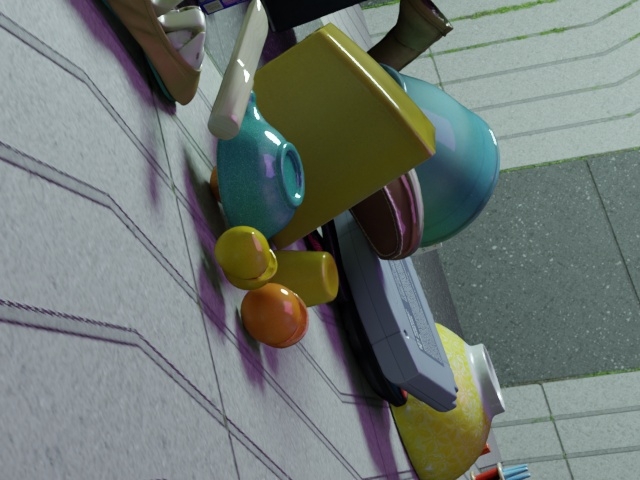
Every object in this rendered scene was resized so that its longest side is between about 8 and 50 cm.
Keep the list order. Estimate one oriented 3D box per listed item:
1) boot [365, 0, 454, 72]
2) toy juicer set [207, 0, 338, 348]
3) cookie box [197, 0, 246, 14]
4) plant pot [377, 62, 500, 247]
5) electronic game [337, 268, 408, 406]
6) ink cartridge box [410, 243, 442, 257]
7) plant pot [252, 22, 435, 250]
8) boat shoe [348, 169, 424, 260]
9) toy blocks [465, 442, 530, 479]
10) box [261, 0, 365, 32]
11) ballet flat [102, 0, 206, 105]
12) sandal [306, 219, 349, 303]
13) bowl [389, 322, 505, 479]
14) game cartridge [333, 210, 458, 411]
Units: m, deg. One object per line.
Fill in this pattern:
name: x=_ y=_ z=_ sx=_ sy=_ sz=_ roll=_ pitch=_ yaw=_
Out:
boot: x=0.101 y=-0.308 z=2.111 sx=0.089 sy=0.269 sz=0.236 roll=53 pitch=12 yaw=13
toy juicer set: x=-0.077 y=-0.046 z=1.188 sx=0.209 sy=0.089 sz=0.329 roll=-59 pitch=139 yaw=-61
cookie box: x=-0.117 y=-0.343 z=1.492 sx=0.040 sy=0.092 sz=0.107 roll=48 pitch=24 yaw=-76
plant pot: x=0.124 y=-0.161 z=2.045 sx=0.255 sy=0.272 sz=0.271 roll=37 pitch=33 yaw=-49
electronic game: x=0.078 y=0.131 z=1.776 sx=0.229 sy=0.048 sz=0.229 roll=-21 pitch=90 yaw=-80
ink cartridge box: x=0.157 y=-0.012 z=2.294 sx=0.088 sy=0.122 sz=0.052 roll=60 pitch=14 yaw=-48
plant pot: x=-0.001 y=-0.141 z=1.456 sx=0.187 sy=0.212 sz=0.212 roll=57 pitch=12 yaw=-9
boat shoe: x=0.032 y=-0.117 z=1.654 sx=0.116 sy=0.123 sz=0.324 roll=-17 pitch=78 yaw=-40
toy blocks: x=0.276 y=0.389 z=2.102 sx=0.054 sy=0.148 sz=0.123 roll=-92 pitch=161 yaw=-61
box: x=0.098 y=-0.520 z=2.023 sx=0.293 sy=0.395 sz=0.212 roll=-54 pitch=124 yaw=-69
ballet flat: x=-0.143 y=-0.203 z=1.118 sx=0.232 sy=0.073 sz=0.080 roll=56 pitch=18 yaw=-58
sandal: x=0.000 y=0.000 z=1.648 sx=0.067 sy=0.040 sz=0.179 roll=1 pitch=77 yaw=-78
bowl: x=0.206 y=0.243 z=1.976 sx=0.289 sy=0.156 sz=0.289 roll=-20 pitch=90 yaw=-80
game cartridge: x=0.103 y=0.089 z=1.736 sx=0.196 sy=0.060 sz=0.294 roll=45 pitch=23 yaw=-56
